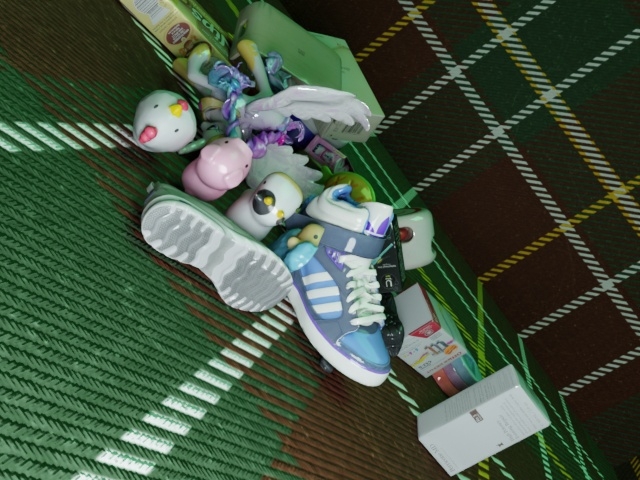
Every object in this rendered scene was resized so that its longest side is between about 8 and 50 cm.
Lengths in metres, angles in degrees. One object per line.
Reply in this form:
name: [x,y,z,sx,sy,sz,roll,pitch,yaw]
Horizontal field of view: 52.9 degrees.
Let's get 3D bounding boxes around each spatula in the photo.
spatula: [0.029,0.174,1.193,0.084,0.030,0.296,46,18,-6]

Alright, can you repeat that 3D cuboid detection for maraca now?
maraca: [0.041,-0.094,1.418,0.185,0.127,0.099,27,6,32]

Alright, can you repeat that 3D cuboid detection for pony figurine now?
pony figurine: [-0.121,-0.246,1.286,0.351,0.303,0.363,6,45,-25]

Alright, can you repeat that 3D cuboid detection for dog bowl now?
dog bowl: [-0.034,-0.364,1.892,0.265,0.104,0.265,40,29,-27]

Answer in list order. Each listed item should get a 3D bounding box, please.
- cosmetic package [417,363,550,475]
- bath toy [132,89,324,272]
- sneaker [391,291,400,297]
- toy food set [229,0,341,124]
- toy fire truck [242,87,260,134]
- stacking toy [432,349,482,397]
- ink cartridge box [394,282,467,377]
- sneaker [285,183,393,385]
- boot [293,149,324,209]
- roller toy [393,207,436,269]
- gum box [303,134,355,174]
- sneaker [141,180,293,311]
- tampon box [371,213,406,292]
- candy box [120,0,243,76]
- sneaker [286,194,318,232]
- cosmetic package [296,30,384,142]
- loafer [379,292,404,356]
cosmetic package: [0.318,0.358,1.279,0.117,0.231,0.085,50,17,-13]
bath toy: [-0.149,-0.094,1.001,0.348,0.151,0.129,44,14,-13]
sneaker: [0.209,0.034,1.744,0.086,0.163,0.226,38,24,-47]
toy food set: [-0.073,-0.430,1.576,0.306,0.092,0.220,29,42,-26]
toy fire truck: [-0.182,-0.327,1.575,0.135,0.047,0.192,60,18,18]
stacking toy: [0.416,0.357,1.730,0.309,0.130,0.279,50,17,-15]
ink cartridge box: [0.240,0.215,1.525,0.176,0.128,0.127,40,22,-38]
sneaker: [0.062,0.054,1.093,0.130,0.236,0.323,5,41,-49]
boot: [0.029,-0.078,1.607,0.220,0.109,0.283,42,13,-48]
roller toy: [0.187,0.003,1.605,0.209,0.191,0.146,-14,100,-35]
gum box: [0.029,-0.206,1.760,0.107,0.062,0.188,37,-4,19]
sneaker: [-0.141,0.003,0.940,0.281,0.105,0.115,45,12,-40]
tampon box: [0.123,0.032,1.475,0.101,0.120,0.161,-42,124,-72]
candy box: [-0.312,-0.491,1.465,0.316,0.087,0.183,44,20,-35]
sneaker: [0.000,0.000,1.271,0.091,0.126,0.240,3,39,-32]
cosmetic package: [0.036,-0.426,1.789,0.160,0.113,0.309,-1,57,-36]
loafer: [0.139,0.175,1.449,0.223,0.076,0.078,-106,-169,-63]
